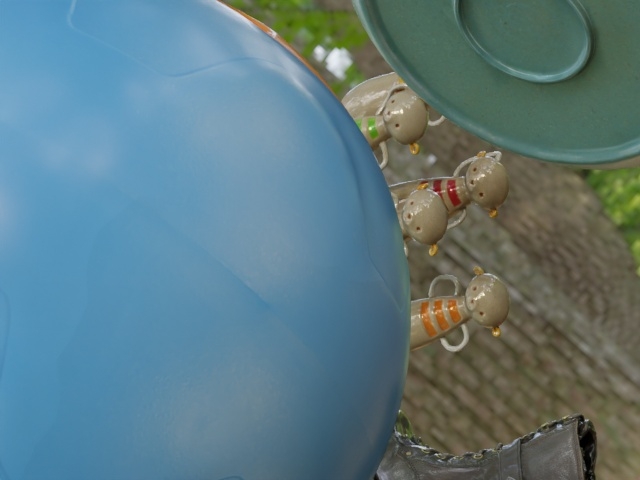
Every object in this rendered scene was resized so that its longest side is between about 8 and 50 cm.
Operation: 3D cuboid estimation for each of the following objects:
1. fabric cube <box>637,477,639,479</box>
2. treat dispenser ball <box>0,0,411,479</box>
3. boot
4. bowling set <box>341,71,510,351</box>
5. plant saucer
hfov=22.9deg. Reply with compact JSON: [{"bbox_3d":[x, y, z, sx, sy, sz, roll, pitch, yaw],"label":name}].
[{"bbox_3d":[0.356,0.356,1.299,0.259,0.254,0.258,-31,-56,-43],"label":"fabric cube"},{"bbox_3d":[-0.107,0.028,0.646,0.288,0.288,0.288,-46,-12,-13],"label":"treat dispenser ball"},{"bbox_3d":[0.156,0.221,1.508,0.229,0.091,0.263,-26,35,14],"label":"boot"},{"bbox_3d":[0.068,-0.045,1.400,0.154,0.287,0.200,-20,-15,30],"label":"bowling set"},{"bbox_3d":[0.144,-0.157,1.075,0.043,0.317,0.317,-57,-6,-32],"label":"plant saucer"}]
